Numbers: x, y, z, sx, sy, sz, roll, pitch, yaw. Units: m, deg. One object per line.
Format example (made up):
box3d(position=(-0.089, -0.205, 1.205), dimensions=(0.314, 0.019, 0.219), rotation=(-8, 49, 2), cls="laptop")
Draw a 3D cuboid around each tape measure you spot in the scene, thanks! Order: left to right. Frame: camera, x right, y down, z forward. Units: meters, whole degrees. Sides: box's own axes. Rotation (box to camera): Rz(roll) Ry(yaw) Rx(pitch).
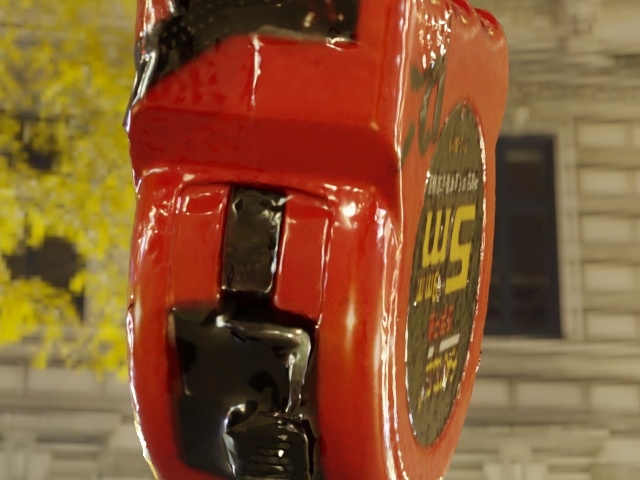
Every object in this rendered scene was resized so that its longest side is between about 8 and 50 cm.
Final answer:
box3d(position=(0.000, 0.000, 0.715), dimensions=(0.114, 0.260, 0.253), rotation=(7, 4, 16), cls="tape measure")
